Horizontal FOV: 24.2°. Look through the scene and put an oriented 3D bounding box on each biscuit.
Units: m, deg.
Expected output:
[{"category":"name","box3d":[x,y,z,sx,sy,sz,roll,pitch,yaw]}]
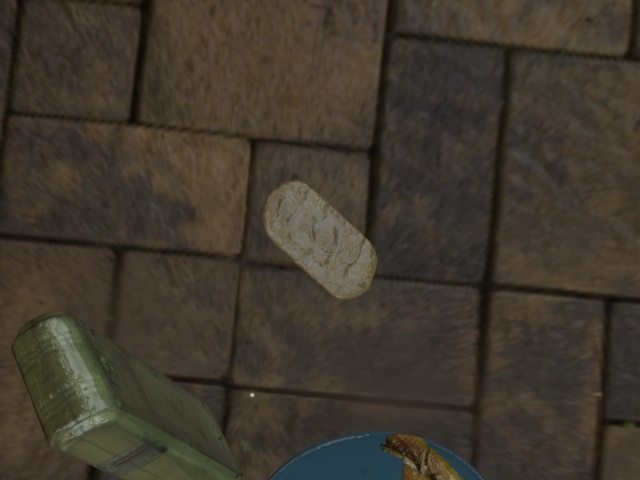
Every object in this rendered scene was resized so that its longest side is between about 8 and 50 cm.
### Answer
[{"category":"biscuit","box3d":[0.000,0.000,1.504,0.147,0.018,0.071,43,72,-20]}]

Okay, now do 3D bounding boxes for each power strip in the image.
[{"category":"power strip","box3d":[-0.134,0.143,1.128,0.066,0.387,0.092,-29,69,3]}]

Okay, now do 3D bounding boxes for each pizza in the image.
[{"category":"pizza","box3d":[0.051,0.109,0.578,0.016,0.037,0.083,-34,91,-41]}]

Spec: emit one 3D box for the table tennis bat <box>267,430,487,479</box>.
[{"category":"table tennis bat","box3d":[0.083,0.270,1.265,0.329,0.044,0.215,11,58,26]}]
